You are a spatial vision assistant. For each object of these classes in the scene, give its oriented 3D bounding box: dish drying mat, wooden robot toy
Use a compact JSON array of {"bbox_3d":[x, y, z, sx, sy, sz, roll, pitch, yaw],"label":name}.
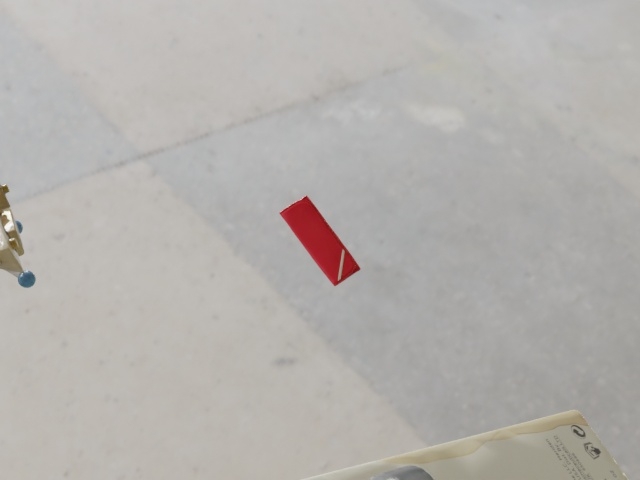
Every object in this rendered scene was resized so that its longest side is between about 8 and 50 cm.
[{"bbox_3d":[0.000,0.000,1.241,0.032,0.008,0.083,-34,82,-19],"label":"dish drying mat"},{"bbox_3d":[-0.254,-0.009,0.972,0.079,0.076,0.173,-24,28,-7],"label":"wooden robot toy"}]

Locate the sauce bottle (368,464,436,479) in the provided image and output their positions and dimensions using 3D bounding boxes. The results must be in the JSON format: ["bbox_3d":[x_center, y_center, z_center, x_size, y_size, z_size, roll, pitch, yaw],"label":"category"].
[{"bbox_3d":[-0.097,0.185,0.644,0.344,0.111,0.111,-12,53,-20],"label":"sauce bottle"}]

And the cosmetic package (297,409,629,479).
[{"bbox_3d":[0.061,0.218,0.903,0.309,0.160,0.113,-4,52,-44],"label":"cosmetic package"}]
